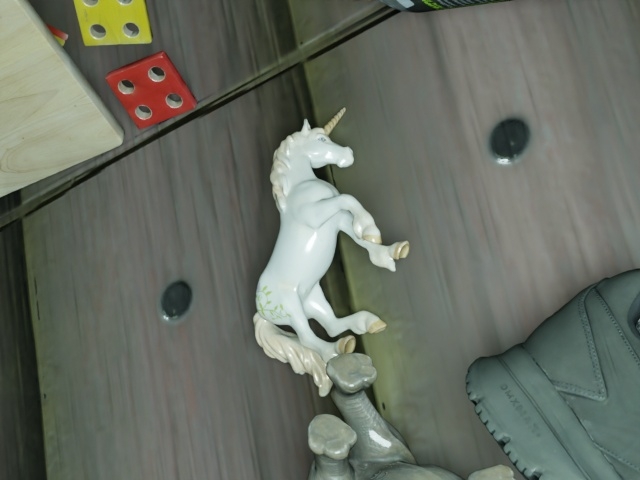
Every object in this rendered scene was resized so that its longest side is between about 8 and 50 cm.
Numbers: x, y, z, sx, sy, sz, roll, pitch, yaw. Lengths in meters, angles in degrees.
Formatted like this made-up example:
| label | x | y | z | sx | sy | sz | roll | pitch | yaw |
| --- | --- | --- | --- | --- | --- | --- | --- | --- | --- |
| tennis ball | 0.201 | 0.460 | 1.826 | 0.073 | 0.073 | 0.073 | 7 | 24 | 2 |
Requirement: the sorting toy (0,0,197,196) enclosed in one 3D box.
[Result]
| label | x | y | z | sx | sy | sz | roll | pitch | yaw |
| --- | --- | --- | --- | --- | --- | --- | --- | --- | --- |
| sorting toy | -0.214 | -0.109 | 1.036 | 0.275 | 0.132 | 0.046 | -21 | 33 | 23 |

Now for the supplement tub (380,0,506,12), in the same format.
| label | x | y | z | sx | sy | sz | roll | pitch | yaw |
| --- | --- | --- | --- | --- | --- | --- | --- | --- | --- |
| supplement tub | 0.093 | -0.193 | 0.849 | 0.190 | 0.117 | 0.117 | -2 | 72 | 34 |

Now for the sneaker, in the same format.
| label | x | y | z | sx | sy | sz | roll | pitch | yaw |
| --- | --- | --- | --- | --- | --- | --- | --- | --- | --- |
| sneaker | 0.187 | 0.121 | 0.681 | 0.130 | 0.109 | 0.286 | -43 | 56 | 7 |

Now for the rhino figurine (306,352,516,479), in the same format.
| label | x | y | z | sx | sy | sz | roll | pitch | yaw |
| --- | --- | --- | --- | --- | --- | --- | --- | --- | --- |
| rhino figurine | 0.075 | 0.165 | 0.748 | 0.073 | 0.106 | 0.243 | -30 | 49 | -25 |

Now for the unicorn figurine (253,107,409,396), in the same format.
| label | x | y | z | sx | sy | sz | roll | pitch | yaw |
| --- | --- | --- | --- | --- | --- | --- | --- | --- | --- |
| unicorn figurine | 0.000 | 0.000 | 0.879 | 0.111 | 0.060 | 0.162 | 28 | 90 | 38 |
